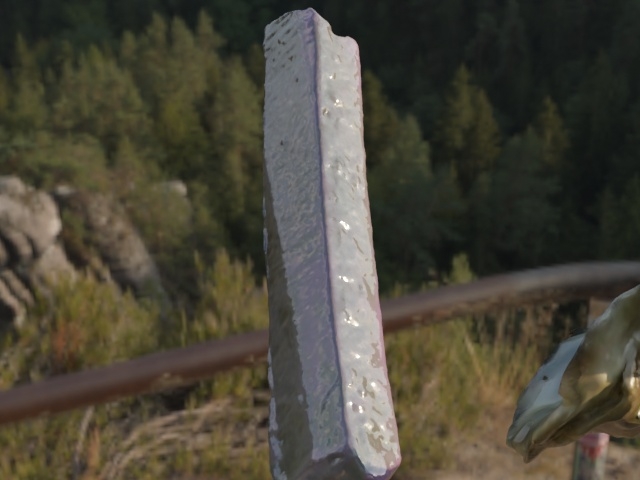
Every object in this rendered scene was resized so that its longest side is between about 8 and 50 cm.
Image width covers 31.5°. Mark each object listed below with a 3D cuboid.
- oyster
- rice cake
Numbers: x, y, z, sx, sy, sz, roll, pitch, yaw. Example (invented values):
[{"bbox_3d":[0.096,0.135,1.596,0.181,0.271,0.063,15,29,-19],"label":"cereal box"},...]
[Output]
[{"bbox_3d":[0.236,0.063,0.551,0.238,0.351,0.114,-26,54,21],"label":"oyster"},{"bbox_3d":[0.000,0.000,0.735,0.056,0.073,0.365,23,50,-37],"label":"rice cake"}]
